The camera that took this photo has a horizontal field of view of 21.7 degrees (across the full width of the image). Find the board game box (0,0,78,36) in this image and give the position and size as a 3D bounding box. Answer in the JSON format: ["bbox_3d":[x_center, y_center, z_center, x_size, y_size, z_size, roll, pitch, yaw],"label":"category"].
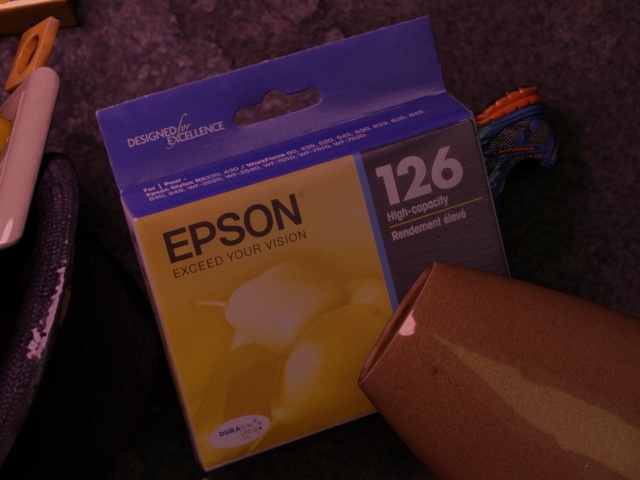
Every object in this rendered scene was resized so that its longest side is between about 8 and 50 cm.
[{"bbox_3d":[-0.403,-0.298,1.584,0.316,0.064,0.242,-10,76,0],"label":"board game box"}]

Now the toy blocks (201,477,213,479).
[{"bbox_3d":[-0.074,0.293,1.425,0.123,0.054,0.148,21,78,7],"label":"toy blocks"}]

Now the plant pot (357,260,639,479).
[{"bbox_3d":[0.168,0.130,1.336,0.254,0.237,0.237,33,80,-1],"label":"plant pot"}]

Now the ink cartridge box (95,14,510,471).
[{"bbox_3d":[0.000,0.000,1.398,0.303,0.072,0.307,-18,105,-12],"label":"ink cartridge box"}]

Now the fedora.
[{"bbox_3d":[-0.235,0.098,1.413,0.152,0.334,0.334,27,76,-28],"label":"fedora"}]

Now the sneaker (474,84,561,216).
[{"bbox_3d":[0.122,-0.048,1.490,0.221,0.083,0.087,-35,86,-2],"label":"sneaker"}]

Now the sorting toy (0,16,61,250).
[{"bbox_3d":[-0.302,-0.046,1.432,0.047,0.196,0.347,26,55,-28],"label":"sorting toy"}]
